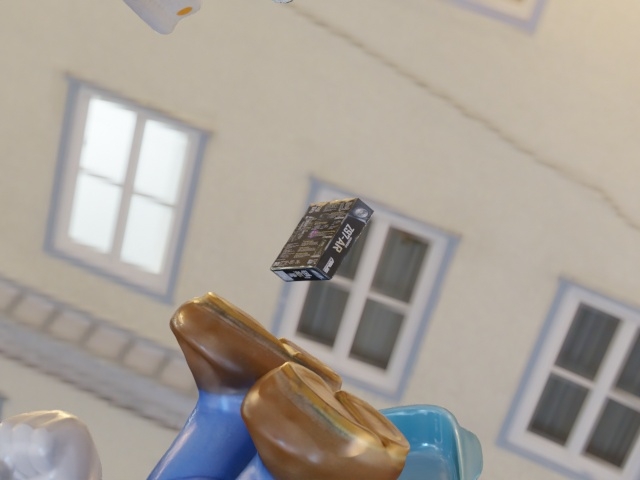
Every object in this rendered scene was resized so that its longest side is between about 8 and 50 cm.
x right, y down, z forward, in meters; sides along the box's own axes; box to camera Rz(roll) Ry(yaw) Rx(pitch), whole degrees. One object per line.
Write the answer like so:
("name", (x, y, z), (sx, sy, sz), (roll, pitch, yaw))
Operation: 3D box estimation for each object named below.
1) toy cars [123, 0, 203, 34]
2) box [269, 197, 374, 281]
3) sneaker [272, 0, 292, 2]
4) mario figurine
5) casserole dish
("toy cars", (-0.099, -0.287, 1.008), (0.087, 0.176, 0.394), (-17, -142, 8))
("box", (0.000, 0.000, 1.275), (0.018, 0.083, 0.067), (39, -109, -20))
("sneaker", (-0.005, -0.236, 1.063), (0.073, 0.162, 0.063), (30, -169, -25))
("mario figurine", (-0.112, 0.171, 0.662), (0.170, 0.321, 0.198), (34, -179, 3))
("casserole dish", (0.006, 0.154, 0.946), (0.188, 0.037, 0.114), (-14, -146, 9))
